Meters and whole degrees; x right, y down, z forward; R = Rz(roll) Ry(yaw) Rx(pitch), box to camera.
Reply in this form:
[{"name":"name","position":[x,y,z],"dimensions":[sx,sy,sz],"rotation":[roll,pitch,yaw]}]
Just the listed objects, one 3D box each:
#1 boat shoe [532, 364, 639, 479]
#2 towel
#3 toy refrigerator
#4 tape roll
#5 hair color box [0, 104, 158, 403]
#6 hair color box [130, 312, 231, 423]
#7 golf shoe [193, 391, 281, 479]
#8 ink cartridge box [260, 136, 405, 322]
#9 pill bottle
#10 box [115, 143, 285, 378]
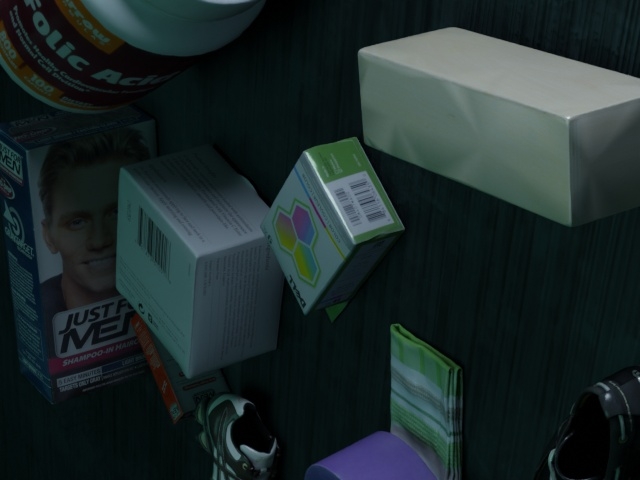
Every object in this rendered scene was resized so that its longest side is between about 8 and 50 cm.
[{"name":"boat shoe","position":[0.213,0.173,1.349],"dimensions":[0.084,0.079,0.233],"rotation":[59,150,22]},{"name":"towel","position":[0.097,0.169,1.609],"dimensions":[0.113,0.023,0.152],"rotation":[31,131,50]},{"name":"toy refrigerator","position":[0.146,-0.091,1.301],"dimensions":[0.269,0.102,0.094],"rotation":[26,126,53]},{"name":"tape roll","position":[0.066,0.289,1.638],"dimensions":[0.189,0.080,0.189],"rotation":[48,152,36]},{"name":"hair color box","position":[-0.291,0.013,2.060],"dimensions":[0.105,0.174,0.347],"rotation":[33,132,50]},{"name":"hair color box","position":[-0.169,0.144,2.020],"dimensions":[0.141,0.072,0.043],"rotation":[66,150,15]},{"name":"golf shoe","position":[-0.085,0.272,1.936],"dimensions":[0.094,0.077,0.198],"rotation":[-7,105,52]},{"name":"ink cartridge box","position":[0.000,0.000,1.651],"dimensions":[0.109,0.062,0.209],"rotation":[63,150,18]},{"name":"pill bottle","position":[-0.179,-0.272,1.657],"dimensions":[0.392,0.224,0.224],"rotation":[-19,88,62]},{"name":"box","position":[-0.134,0.021,1.841],"dimensions":[0.181,0.119,0.181],"rotation":[47,143,40]}]
